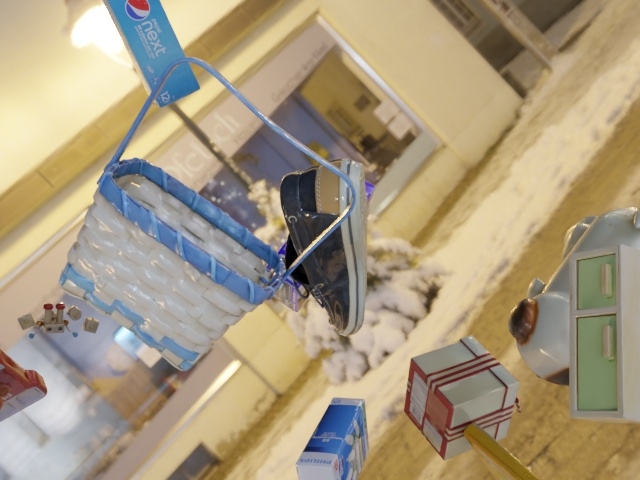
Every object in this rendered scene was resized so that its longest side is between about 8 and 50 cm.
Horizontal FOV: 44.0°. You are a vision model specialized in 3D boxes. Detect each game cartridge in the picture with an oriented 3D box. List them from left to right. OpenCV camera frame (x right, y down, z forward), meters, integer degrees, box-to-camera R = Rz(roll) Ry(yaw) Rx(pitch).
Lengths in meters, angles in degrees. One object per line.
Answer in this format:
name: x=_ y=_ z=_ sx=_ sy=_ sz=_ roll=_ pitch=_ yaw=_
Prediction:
game cartridge: x=0.530 y=0.649 z=2.065 sx=0.053 sy=0.285 sz=0.324 roll=-39 pitch=26 yaw=-6

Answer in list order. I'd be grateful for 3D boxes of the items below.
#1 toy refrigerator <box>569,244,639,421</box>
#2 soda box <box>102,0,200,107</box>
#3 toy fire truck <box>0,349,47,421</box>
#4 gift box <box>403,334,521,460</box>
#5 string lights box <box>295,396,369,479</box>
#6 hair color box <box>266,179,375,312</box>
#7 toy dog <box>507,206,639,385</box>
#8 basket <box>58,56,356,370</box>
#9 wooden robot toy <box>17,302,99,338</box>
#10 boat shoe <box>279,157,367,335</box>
toy refrigerator: x=0.461 y=0.150 z=1.261 sx=0.102 sy=0.094 sz=0.269 roll=-16 pitch=64 yaw=54
soda box: x=-0.259 y=-0.309 z=1.181 sx=0.071 sy=0.210 sz=0.067 roll=-28 pitch=22 yaw=-13
toy fire truck: x=-0.659 y=0.298 z=1.389 sx=0.302 sy=0.169 sz=0.254 roll=-31 pitch=-29 yaw=-11
gift box: x=0.406 y=0.455 z=2.292 sx=0.258 sy=0.255 sz=0.276 roll=-15 pitch=-47 yaw=-23
string lights box: x=0.029 y=0.439 z=1.604 sx=0.077 sy=0.133 sz=0.259 roll=-1 pitch=18 yaw=17
hair color box: x=0.000 y=0.000 z=1.996 sx=0.339 sy=0.110 sz=0.185 roll=-51 pitch=-12 yaw=-19
toy dog: x=0.584 y=0.144 z=1.687 sx=0.408 sy=0.284 sz=0.395 roll=-44 pitch=-11 yaw=-23
basket: x=-0.138 y=-0.026 z=0.896 sx=0.289 sy=0.255 sz=0.201 roll=-48 pitch=9 yaw=15
wooden robot toy: x=-0.586 y=0.171 z=1.760 sx=0.079 sy=0.173 sz=0.076 roll=19 pitch=106 yaw=61
boat shoe: x=0.013 y=0.025 z=1.514 sx=0.500 sy=0.156 sz=0.187 roll=81 pitch=-170 yaw=-57
